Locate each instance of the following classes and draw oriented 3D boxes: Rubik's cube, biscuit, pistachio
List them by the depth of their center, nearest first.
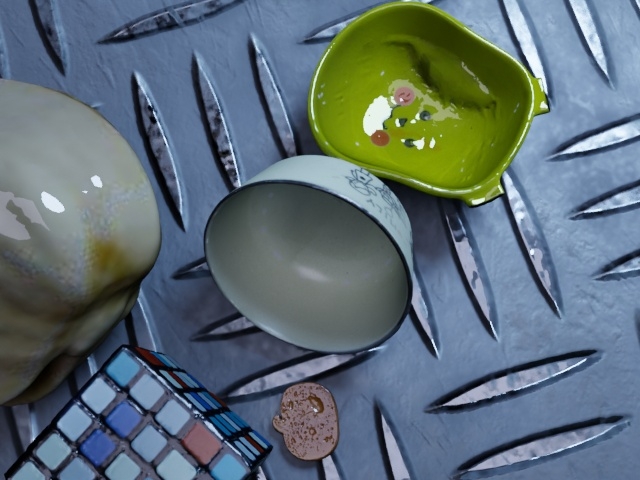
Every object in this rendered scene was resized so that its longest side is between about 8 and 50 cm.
[{"bbox_3d":[-0.182,0.237,0.802,0.187,0.182,0.184,42,84,9],"label":"Rubik's cube"},{"bbox_3d":[-0.383,0.005,0.828,0.446,0.281,0.365,-7,87,15],"label":"pistachio"},{"bbox_3d":[-0.018,0.212,0.884,0.078,0.015,0.091,-4,78,3],"label":"biscuit"}]

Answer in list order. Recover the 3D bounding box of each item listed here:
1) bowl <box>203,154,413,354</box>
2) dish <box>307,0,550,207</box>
[{"bbox_3d":[0.000,0.000,0.839,0.238,0.237,0.126,20,43,6],"label":"bowl"},{"bbox_3d":[0.121,-0.149,0.904,0.263,0.108,0.221,28,81,9],"label":"dish"}]
